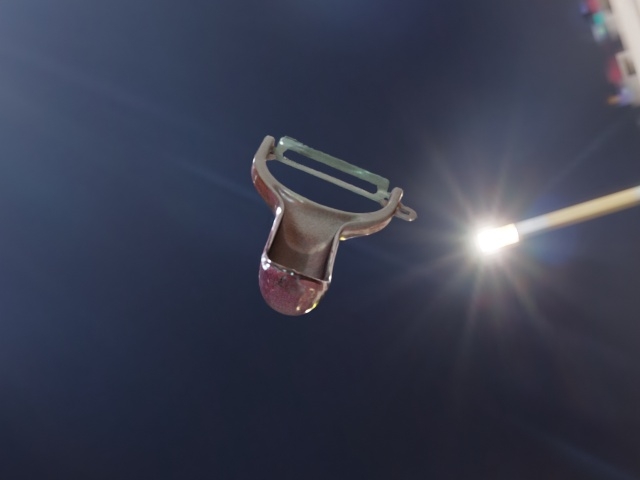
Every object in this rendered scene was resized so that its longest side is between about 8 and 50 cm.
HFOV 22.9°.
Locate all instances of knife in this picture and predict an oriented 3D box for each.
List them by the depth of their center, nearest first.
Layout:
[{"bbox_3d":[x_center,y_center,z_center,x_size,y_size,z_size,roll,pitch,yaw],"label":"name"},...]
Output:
[{"bbox_3d":[-0.001,0.002,1.015,0.278,0.123,0.053,-73,1,-72],"label":"knife"}]
